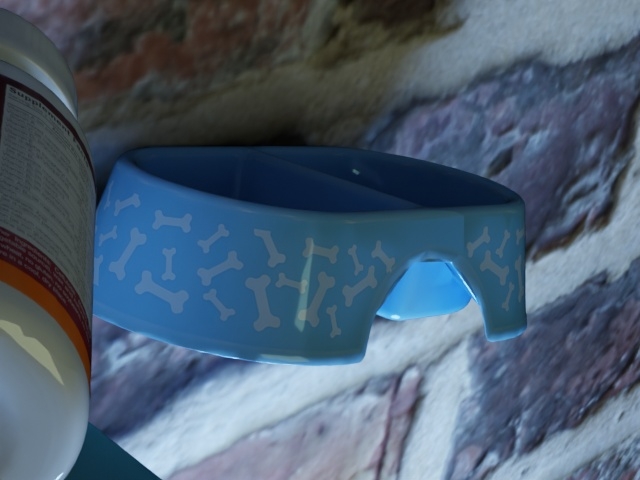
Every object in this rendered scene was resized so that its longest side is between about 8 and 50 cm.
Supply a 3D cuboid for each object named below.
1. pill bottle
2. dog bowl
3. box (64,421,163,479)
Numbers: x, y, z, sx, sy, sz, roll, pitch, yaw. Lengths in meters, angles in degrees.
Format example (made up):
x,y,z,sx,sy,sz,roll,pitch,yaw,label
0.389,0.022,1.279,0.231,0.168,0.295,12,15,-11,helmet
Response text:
x,y,z,sx,sy,sz,roll,pitch,yaw,label
-0.148,0.001,0.710,0.121,0.221,0.121,-3,125,-4,pill bottle
0.000,0.000,0.977,0.297,0.166,0.074,-5,110,-51,dog bowl
-0.153,0.097,0.771,0.060,0.244,0.100,-30,138,-36,box
